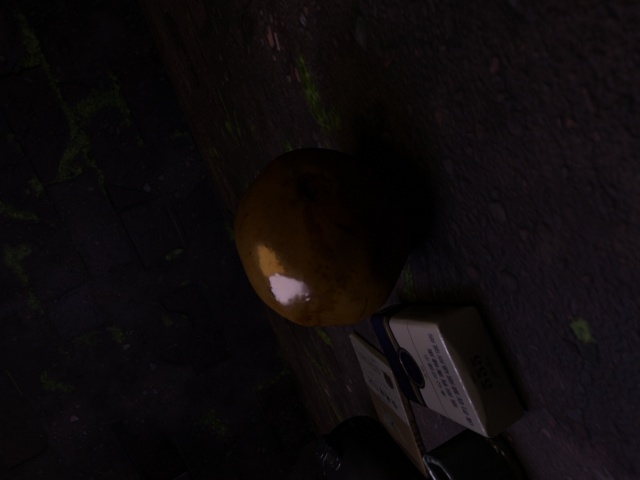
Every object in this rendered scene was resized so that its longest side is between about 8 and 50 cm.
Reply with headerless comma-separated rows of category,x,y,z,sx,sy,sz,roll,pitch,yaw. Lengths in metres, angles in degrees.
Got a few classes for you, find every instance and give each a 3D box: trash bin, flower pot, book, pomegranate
trash bin,0.146,0.621,1.225,0.252,0.203,0.301,28,-177,-30
flower pot,0.260,0.409,0.730,0.229,0.108,0.103,64,164,1
book,0.166,0.390,1.162,0.217,0.021,0.311,25,137,66
pomegranate,0.000,0.000,0.702,0.264,0.264,0.264,56,162,30

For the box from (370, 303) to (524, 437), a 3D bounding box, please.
box,0.174,0.181,0.735,0.168,0.071,0.259,65,163,1
